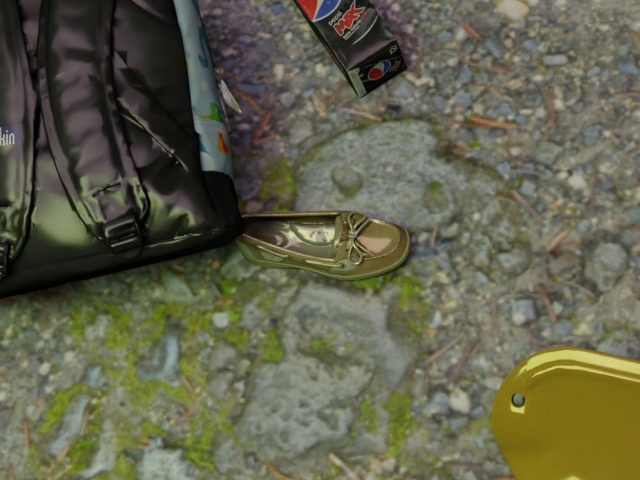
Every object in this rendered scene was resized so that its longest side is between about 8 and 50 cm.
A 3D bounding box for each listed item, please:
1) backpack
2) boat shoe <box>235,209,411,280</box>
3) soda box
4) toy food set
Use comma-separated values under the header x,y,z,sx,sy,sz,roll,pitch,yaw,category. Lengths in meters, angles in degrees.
x,y,z,sx,sy,sz,roll,pitch,yaw,category
-0.218,-0.143,1.591,0.290,0.273,0.356,-14,87,10,backpack
0.000,-0.002,1.572,0.153,0.048,0.056,6,70,16,boat shoe
0.010,-0.213,1.650,0.053,0.060,0.169,-33,65,0,soda box
0.246,0.155,1.445,0.217,0.071,0.128,13,96,20,toy food set
